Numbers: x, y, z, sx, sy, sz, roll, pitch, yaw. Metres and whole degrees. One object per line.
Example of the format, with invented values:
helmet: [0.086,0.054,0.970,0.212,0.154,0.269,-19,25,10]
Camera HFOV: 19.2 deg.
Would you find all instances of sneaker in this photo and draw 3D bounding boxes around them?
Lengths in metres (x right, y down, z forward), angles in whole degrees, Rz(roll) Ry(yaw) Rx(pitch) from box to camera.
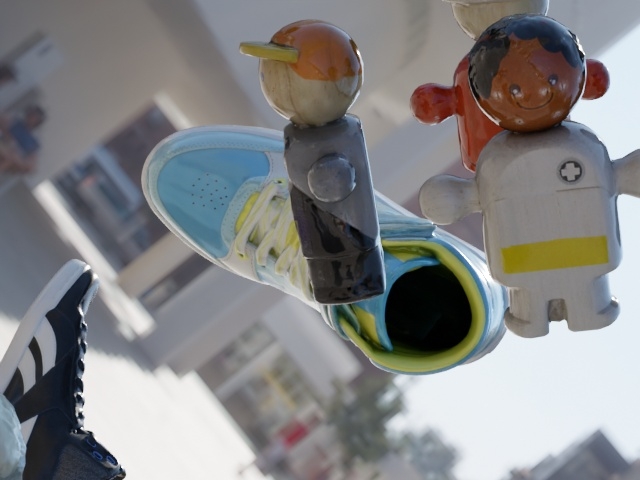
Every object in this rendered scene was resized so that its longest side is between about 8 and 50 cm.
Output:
sneaker: [-0.186,0.126,1.400,0.121,0.217,0.079,27,-31,-1]
sneaker: [0.000,0.000,1.439,0.319,0.127,0.208,24,5,4]

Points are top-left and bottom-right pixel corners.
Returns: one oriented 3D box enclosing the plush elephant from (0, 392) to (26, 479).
plush elephant: [-0.080,0.247,0.523,0.330,0.272,0.255,54,-20,-16]

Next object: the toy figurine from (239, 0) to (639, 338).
toy figurine: [0.093,-0.061,0.868,0.213,0.209,0.148,10,-65,48]
